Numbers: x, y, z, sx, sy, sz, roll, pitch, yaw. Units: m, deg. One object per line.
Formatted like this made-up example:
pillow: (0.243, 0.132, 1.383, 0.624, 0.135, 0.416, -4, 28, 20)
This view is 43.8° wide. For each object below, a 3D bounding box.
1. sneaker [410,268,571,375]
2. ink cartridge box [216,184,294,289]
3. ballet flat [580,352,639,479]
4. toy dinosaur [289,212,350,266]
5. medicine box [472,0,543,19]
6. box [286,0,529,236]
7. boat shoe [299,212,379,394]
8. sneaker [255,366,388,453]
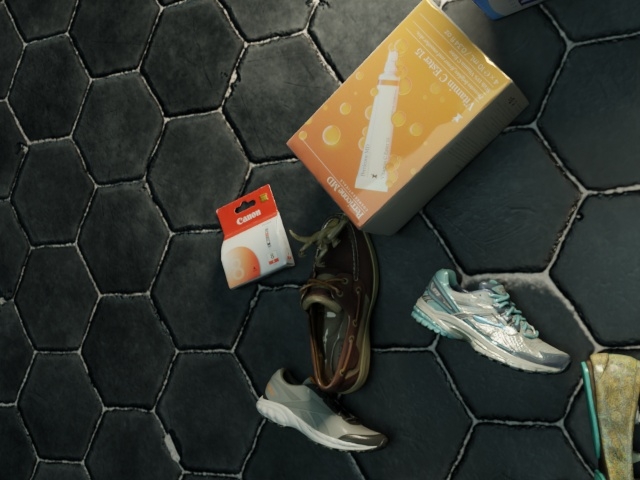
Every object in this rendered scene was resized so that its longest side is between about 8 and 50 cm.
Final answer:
sneaker: (0.292, 0.133, 1.341, 0.283, 0.110, 0.122, 24, 95, 27)
ink cartridge box: (-0.143, -0.007, 1.619, 0.145, 0.045, 0.179, -24, 79, 25)
ballet flat: (0.473, 0.349, 1.233, 0.123, 0.123, 0.349, -5, 85, 28)
toy dinosaur: (0.000, 0.000, 1.458, 0.183, 0.053, 0.093, -22, 35, 49)
medicine box: (0.351, -0.498, 1.249, 0.289, 0.263, 0.149, -17, 79, 27)
box: (0.151, -0.202, 1.382, 0.345, 0.168, 0.215, -45, 70, 15)
boat shoe: (0.026, 0.110, 1.468, 0.123, 0.123, 0.342, -1, 81, 29)
sneaker: (0.004, 0.322, 1.494, 0.271, 0.100, 0.108, 19, 87, 26)
